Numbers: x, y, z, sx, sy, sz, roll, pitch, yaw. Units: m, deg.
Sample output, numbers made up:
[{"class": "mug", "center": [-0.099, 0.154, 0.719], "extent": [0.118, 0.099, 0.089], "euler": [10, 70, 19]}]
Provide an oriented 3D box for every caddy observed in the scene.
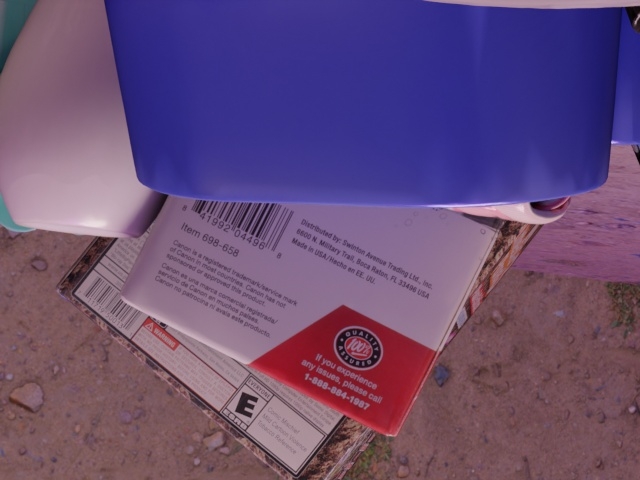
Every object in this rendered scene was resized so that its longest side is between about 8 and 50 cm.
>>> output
[{"class": "caddy", "center": [0.039, -0.131, 1.092], "extent": [0.341, 0.179, 0.241], "euler": [2, -163, 26]}]

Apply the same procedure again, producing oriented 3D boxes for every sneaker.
[{"class": "sneaker", "center": [0.126, -0.038, 1.165], "extent": [0.070, 0.051, 0.134], "euler": [10, -164, 29]}]

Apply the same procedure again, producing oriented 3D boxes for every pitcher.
[{"class": "pitcher", "center": [-0.152, -0.107, 1.313], "extent": [0.125, 0.207, 0.178], "euler": [7, 175, -16]}]

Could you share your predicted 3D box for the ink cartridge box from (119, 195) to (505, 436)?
[{"class": "ink cartridge box", "center": [0.023, -0.038, 1.295], "extent": [0.197, 0.273, 0.114], "euler": [27, 178, 4]}]

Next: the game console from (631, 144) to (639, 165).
[{"class": "game console", "center": [0.263, -0.085, 1.779], "extent": [0.085, 0.124, 0.144], "euler": [-21, 176, -4]}]

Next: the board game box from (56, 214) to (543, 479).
[{"class": "board game box", "center": [0.000, 0.000, 1.436], "extent": [0.232, 0.291, 0.141], "euler": [39, 179, 9]}]

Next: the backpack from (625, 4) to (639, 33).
[{"class": "backpack", "center": [0.290, -0.096, 0.922], "extent": [0.191, 0.225, 0.253], "euler": [-36, 149, 32]}]

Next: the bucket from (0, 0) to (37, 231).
[{"class": "bucket", "center": [-0.259, -0.110, 1.497], "extent": [0.281, 0.183, 0.281], "euler": [5, 175, 0]}]

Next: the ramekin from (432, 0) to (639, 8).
[{"class": "ramekin", "center": [0.064, -0.181, 0.777], "extent": [0.273, 0.127, 0.273], "euler": [5, 175, 0]}]
